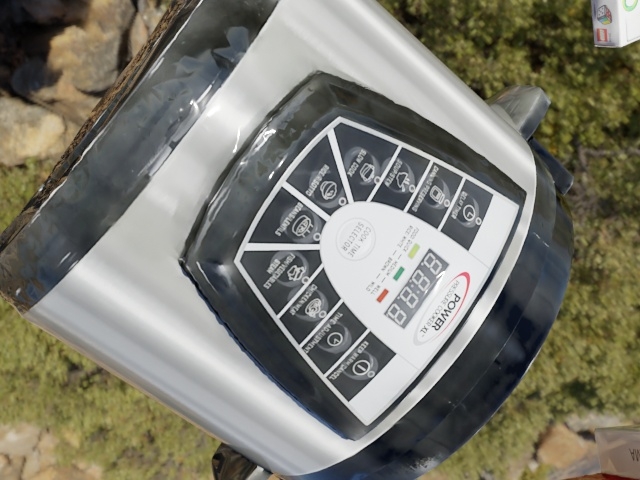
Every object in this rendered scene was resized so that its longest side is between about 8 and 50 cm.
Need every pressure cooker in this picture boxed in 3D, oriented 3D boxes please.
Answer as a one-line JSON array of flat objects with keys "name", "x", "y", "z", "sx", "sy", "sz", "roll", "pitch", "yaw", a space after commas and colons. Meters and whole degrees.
[{"name": "pressure cooker", "x": 0.000, "y": -0.003, "z": 0.683, "sx": 0.420, "sy": 0.376, "sz": 0.370, "roll": 39, "pitch": 133, "yaw": -20}]

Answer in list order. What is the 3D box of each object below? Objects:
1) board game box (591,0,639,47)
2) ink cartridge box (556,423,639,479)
[{"name": "board game box", "x": 0.429, "y": -0.429, "z": 1.056, "sx": 0.193, "sy": 0.053, "sz": 0.305, "roll": -25, "pitch": 117, "yaw": -24}, {"name": "ink cartridge box", "x": 0.368, "y": 0.242, "z": 0.891, "sx": 0.261, "sy": 0.066, "sz": 0.296, "roll": -5, "pitch": 168, "yaw": -5}]
